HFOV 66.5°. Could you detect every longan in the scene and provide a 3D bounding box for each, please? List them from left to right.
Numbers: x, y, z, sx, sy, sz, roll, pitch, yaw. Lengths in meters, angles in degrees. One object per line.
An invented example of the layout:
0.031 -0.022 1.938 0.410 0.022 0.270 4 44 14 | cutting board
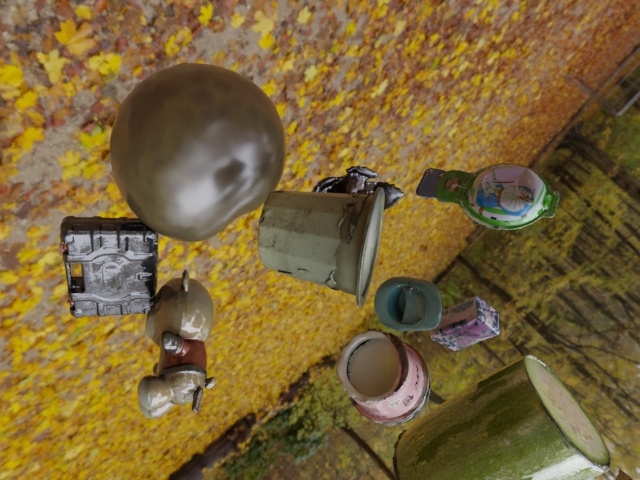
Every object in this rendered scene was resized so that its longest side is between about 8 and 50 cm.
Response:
-0.261 -0.200 1.090 0.336 0.405 0.404 1 -155 47 | longan

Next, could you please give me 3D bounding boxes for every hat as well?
0.230 0.161 1.223 0.077 0.190 0.139 6 86 -51 | hat

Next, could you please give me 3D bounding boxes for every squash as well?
0.372 0.454 1.072 0.384 0.263 0.263 -43 167 25 | squash

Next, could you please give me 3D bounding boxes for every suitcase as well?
-0.492 0.068 1.156 0.206 0.066 0.286 0 131 -20 | suitcase

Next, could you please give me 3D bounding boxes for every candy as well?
0.356 0.210 1.208 0.160 0.092 0.073 -37 -152 44 | candy

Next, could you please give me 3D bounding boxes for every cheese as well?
0.388 -0.115 1.156 0.204 0.320 0.083 -61 151 -26 | cheese

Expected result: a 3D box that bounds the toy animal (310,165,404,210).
0.072 -0.111 1.118 0.218 0.116 0.179 -1 -172 -13 | toy animal

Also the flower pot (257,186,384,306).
0.000 0.000 0.873 0.212 0.202 0.213 7 90 -80 | flower pot

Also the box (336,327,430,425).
0.104 0.229 0.842 0.151 0.151 0.135 -43 144 -5 | box

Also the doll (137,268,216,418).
-0.330 0.242 1.152 0.174 0.330 0.235 3 151 -11 | doll

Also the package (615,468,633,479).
0.443 0.389 0.721 0.059 0.029 0.083 -108 -143 -82 | package
